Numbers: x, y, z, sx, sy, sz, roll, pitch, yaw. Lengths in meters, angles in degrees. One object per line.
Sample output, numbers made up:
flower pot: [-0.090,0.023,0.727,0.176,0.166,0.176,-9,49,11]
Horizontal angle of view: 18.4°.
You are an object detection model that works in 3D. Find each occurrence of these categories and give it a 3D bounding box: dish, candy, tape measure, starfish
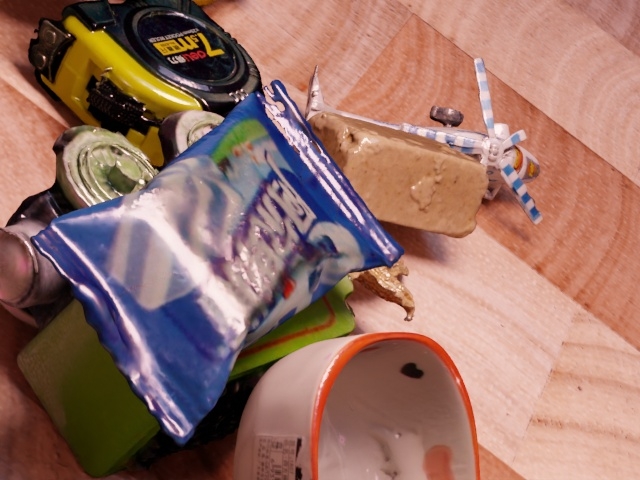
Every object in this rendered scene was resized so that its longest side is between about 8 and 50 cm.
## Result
dish: [0.016,0.190,1.511,0.256,0.117,0.256,13,74,-53]
candy: [-0.066,0.005,1.474,0.187,0.077,0.331,53,38,1]
tape measure: [-0.151,-0.142,1.838,0.186,0.112,0.199,43,36,21]
starfish: [0.002,-0.005,1.820,0.231,0.048,0.295,32,11,14]

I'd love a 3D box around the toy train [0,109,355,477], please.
toy train: [-0.118,0.037,1.586,0.249,0.173,0.307,54,34,13]

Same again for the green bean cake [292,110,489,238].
green bean cake: [0.068,-0.066,1.952,0.179,0.085,0.109,13,12,-34]

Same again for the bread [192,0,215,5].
bread: [-0.162,-0.308,2.067,0.233,0.088,0.161,-4,56,-52]

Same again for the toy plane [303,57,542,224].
toy plane: [0.106,-0.097,2.093,0.273,0.107,0.182,-5,90,-16]
